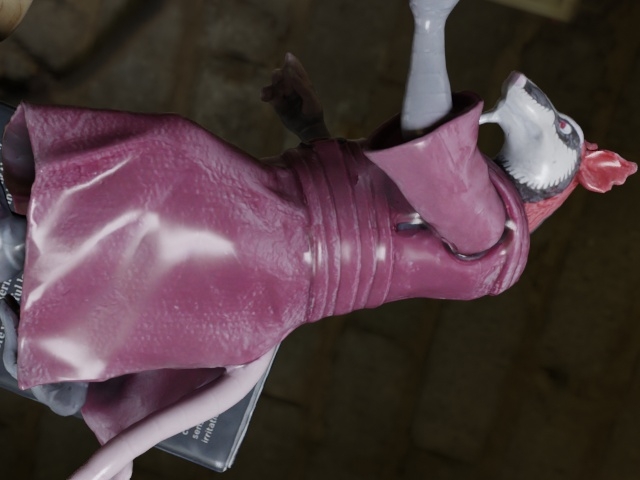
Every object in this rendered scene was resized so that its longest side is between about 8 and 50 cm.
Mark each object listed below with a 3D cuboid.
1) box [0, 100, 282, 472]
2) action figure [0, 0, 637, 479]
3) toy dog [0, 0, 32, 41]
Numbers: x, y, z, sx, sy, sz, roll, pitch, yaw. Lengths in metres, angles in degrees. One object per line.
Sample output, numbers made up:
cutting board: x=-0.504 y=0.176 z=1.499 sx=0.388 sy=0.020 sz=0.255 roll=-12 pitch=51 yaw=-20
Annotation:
box: x=-0.222 y=0.020 z=1.415 sx=0.293 sy=0.395 sz=0.212 roll=134 pitch=-23 yaw=-86
action figure: x=0.000 y=0.000 z=0.916 sx=0.248 sy=0.370 sz=0.276 roll=113 pitch=-31 yaw=-78
toy dog: x=-0.257 y=-0.313 z=1.380 sx=0.220 sy=0.334 sz=0.161 roll=45 pitch=29 yaw=-44
